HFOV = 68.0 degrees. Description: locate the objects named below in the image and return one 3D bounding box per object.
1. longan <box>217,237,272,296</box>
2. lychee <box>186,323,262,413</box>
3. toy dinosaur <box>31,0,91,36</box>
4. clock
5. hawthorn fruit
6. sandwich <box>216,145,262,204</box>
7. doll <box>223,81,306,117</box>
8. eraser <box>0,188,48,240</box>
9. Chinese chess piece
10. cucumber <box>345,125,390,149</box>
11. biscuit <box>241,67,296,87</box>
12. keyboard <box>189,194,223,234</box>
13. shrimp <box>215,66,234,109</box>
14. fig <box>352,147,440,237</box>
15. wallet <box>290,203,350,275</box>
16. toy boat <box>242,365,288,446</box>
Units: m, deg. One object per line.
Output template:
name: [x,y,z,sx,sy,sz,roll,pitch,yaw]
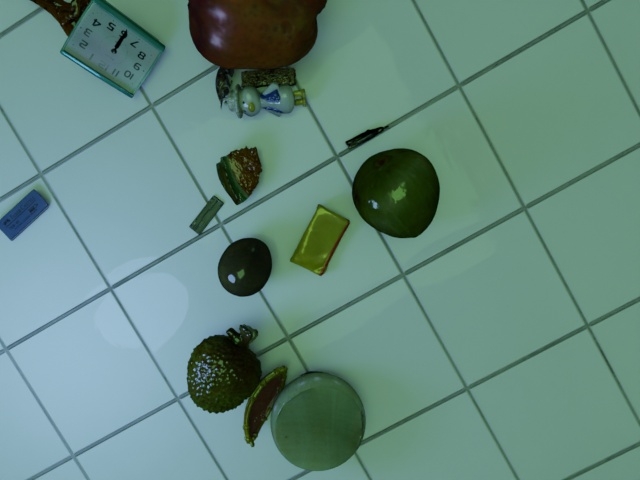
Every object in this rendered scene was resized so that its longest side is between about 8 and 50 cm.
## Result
longan: [-0.269,0.096,1.692,0.196,0.197,0.220,13,58,1]
lychee: [-0.344,0.458,1.700,0.269,0.270,0.320,7,76,2]
toy dinosaur: [-0.885,-0.818,1.679,0.208,0.097,0.432,-42,93,11]
clock: [-0.713,-0.668,1.640,0.262,0.116,0.231,30,103,-38]
hawthorn fruit: [-0.202,-0.769,1.486,0.471,0.472,0.472,0,96,2]
sandwich: [-0.280,-0.233,1.712,0.159,0.109,0.185,-25,93,-15]
doll: [-0.197,-0.494,1.670,0.293,0.138,0.119,-1,55,0]
eraser: [-1.123,-0.094,1.790,0.225,0.036,0.082,-40,95,5]
Chinese chess piece: [-0.009,0.660,1.743,0.349,0.146,0.350,-1,98,-4]
cucumber: [0.167,-0.377,1.701,0.163,0.043,0.039,-28,122,3]
biscuit: [-0.186,-0.582,1.700,0.199,0.034,0.064,-2,96,2]
keyboard: [-0.426,-0.094,1.772,0.053,0.010,0.155,40,96,-3]
shrimp: [-0.344,-0.549,1.700,0.065,0.056,0.165,2,99,-4]
fig: [0.265,-0.143,1.613,0.316,0.316,0.316,0,96,2]
wallet: [0.000,0.000,1.741,0.141,0.067,0.241,27,101,-5]
toy boat: [-0.212,0.603,1.779,0.099,0.141,0.318,23,88,45]
